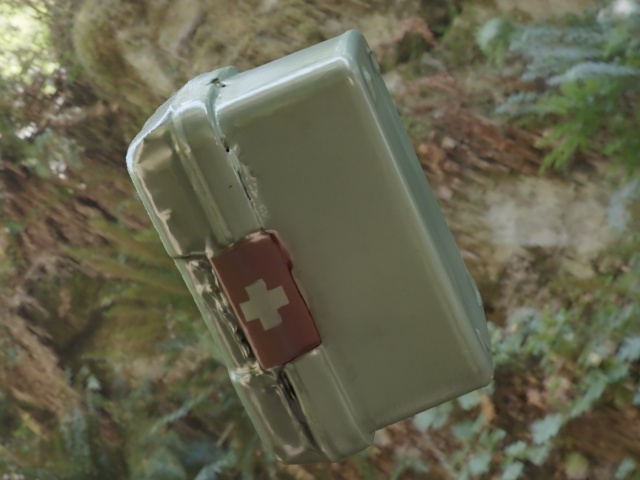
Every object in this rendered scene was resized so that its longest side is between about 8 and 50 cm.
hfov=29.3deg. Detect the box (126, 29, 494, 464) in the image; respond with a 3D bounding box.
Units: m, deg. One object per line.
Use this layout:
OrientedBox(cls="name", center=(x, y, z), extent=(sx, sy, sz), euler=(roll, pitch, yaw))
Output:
OrientedBox(cls="box", center=(0.000, 0.000, 0.652), extent=(0.148, 0.129, 0.210), euler=(-78, -36, -72))
